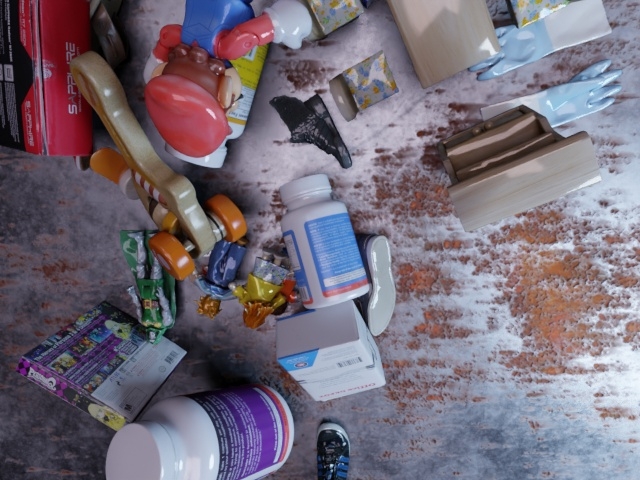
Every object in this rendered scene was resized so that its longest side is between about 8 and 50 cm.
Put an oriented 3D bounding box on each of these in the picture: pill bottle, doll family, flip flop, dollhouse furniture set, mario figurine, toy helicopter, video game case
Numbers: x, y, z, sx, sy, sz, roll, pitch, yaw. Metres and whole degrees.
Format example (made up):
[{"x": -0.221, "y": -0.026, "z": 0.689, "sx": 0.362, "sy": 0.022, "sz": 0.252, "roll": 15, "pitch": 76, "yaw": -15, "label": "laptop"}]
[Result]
[{"x": 0.000, "y": 0.000, "z": 0.776, "sx": 0.124, "sy": 0.124, "sz": 0.221, "roll": -16, "pitch": 88, "yaw": 9, "label": "pill bottle"}, {"x": -0.159, "y": 0.076, "z": 0.820, "sx": 0.263, "sy": 0.118, "sz": 0.163, "roll": 21, "pitch": 102, "yaw": 2, "label": "doll family"}, {"x": -0.200, "y": 0.363, "z": 0.779, "sx": 0.181, "sy": 0.323, "sz": 0.181, "roll": -7, "pitch": 76, "yaw": 28, "label": "pill bottle"}, {"x": -0.365, "y": -0.360, "z": 0.749, "sx": 0.080, "sy": 0.112, "sz": 0.277, "roll": 25, "pitch": 100, "yaw": -16, "label": "flip flop"}, {"x": -0.181, "y": -0.255, "z": 0.731, "sx": 0.136, "sy": 0.136, "sz": 0.245, "roll": 21, "pitch": 105, "yaw": 0, "label": "pill bottle"}, {"x": 0.192, "y": -0.253, "z": 0.599, "sx": 0.362, "sy": 0.256, "sz": 0.394, "roll": -23, "pitch": 110, "yaw": 18, "label": "dollhouse furniture set"}, {"x": -0.135, "y": -0.270, "z": 0.603, "sx": 0.170, "sy": 0.198, "sz": 0.320, "roll": 14, "pitch": 99, "yaw": -32, "label": "mario figurine"}, {"x": -0.282, "y": -0.119, "z": 0.697, "sx": 0.140, "sy": 0.235, "sz": 0.355, "roll": -40, "pitch": 130, "yaw": -26, "label": "toy helicopter"}, {"x": -0.393, "y": 0.226, "z": 0.822, "sx": 0.210, "sy": 0.232, "sz": 0.042, "roll": 33, "pitch": 106, "yaw": -4, "label": "video game case"}]

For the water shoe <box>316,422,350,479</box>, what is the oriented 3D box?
[{"x": 0.028, "y": 0.490, "z": 0.926, "sx": 0.073, "sy": 0.080, "sz": 0.203, "roll": -3, "pitch": 104, "yaw": 6, "label": "water shoe"}]

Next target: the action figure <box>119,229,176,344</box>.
[{"x": -0.337, "y": 0.097, "z": 0.870, "sx": 0.137, "sy": 0.063, "sz": 0.232, "roll": 0, "pitch": 100, "yaw": 17, "label": "action figure"}]

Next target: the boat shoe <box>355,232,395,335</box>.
[{"x": 0.097, "y": 0.083, "z": 0.841, "sx": 0.065, "sy": 0.075, "sz": 0.206, "roll": 16, "pitch": 118, "yaw": 46, "label": "boat shoe"}]

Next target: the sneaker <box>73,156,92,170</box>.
[{"x": -0.476, "y": -0.191, "z": 0.823, "sx": 0.067, "sy": 0.042, "sz": 0.118, "roll": -1, "pitch": 96, "yaw": 2, "label": "sneaker"}]

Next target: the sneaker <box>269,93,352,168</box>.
[{"x": -0.016, "y": -0.191, "z": 0.779, "sx": 0.089, "sy": 0.051, "sz": 0.170, "roll": -26, "pitch": 95, "yaw": 11, "label": "sneaker"}]

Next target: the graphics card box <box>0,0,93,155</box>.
[{"x": -0.524, "y": -0.274, "z": 0.712, "sx": 0.371, "sy": 0.094, "sz": 0.232, "roll": 13, "pitch": 106, "yaw": 26, "label": "graphics card box"}]

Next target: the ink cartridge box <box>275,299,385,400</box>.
[{"x": 0.023, "y": 0.211, "z": 0.806, "sx": 0.148, "sy": 0.086, "sz": 0.203, "roll": -17, "pitch": 138, "yaw": 9, "label": "ink cartridge box"}]

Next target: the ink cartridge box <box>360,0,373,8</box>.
[{"x": 0.108, "y": -0.493, "z": 0.692, "sx": 0.097, "sy": 0.046, "sz": 0.207, "roll": 40, "pitch": 104, "yaw": -4, "label": "ink cartridge box"}]

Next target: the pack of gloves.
[{"x": 0.377, "y": -0.282, "z": 0.721, "sx": 0.232, "sy": 0.046, "sz": 0.195, "roll": -21, "pitch": 102, "yaw": 10, "label": "pack of gloves"}]
